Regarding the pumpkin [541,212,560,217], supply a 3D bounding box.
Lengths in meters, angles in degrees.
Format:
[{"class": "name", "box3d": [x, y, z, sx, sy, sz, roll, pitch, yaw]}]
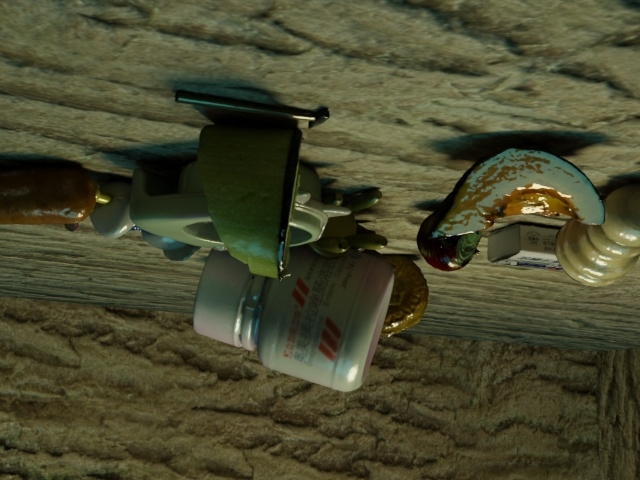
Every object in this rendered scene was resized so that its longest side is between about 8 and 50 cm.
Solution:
[{"class": "pumpkin", "box3d": [0.387, -0.058, 1.726, 0.073, 0.035, 0.101, 4, 172, 8]}]

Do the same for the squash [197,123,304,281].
[{"class": "squash", "box3d": [-0.089, -0.049, 1.391, 0.133, 0.220, 0.220, 0, 169, 3]}]

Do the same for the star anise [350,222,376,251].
[{"class": "star anise", "box3d": [0.011, -0.001, 2.007, 0.212, 0.073, 0.197, 5, 172, -25]}]

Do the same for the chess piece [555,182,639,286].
[{"class": "chess piece", "box3d": [0.492, -0.015, 1.693, 0.143, 0.142, 0.261, 3, 165, -2]}]

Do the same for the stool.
[{"class": "stool", "box3d": [0.041, -0.030, 1.742, 0.134, 0.135, 0.110, 45, 154, -21]}]

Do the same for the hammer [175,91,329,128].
[{"class": "hammer", "box3d": [-0.090, -0.169, 1.313, 0.199, 0.013, 0.062, 7, 169, -19]}]

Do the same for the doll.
[{"class": "doll", "box3d": [-0.307, -0.040, 1.802, 0.138, 0.119, 0.293, -25, 150, 33]}]

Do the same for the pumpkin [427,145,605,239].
[{"class": "pumpkin", "box3d": [0.275, -0.094, 1.475, 0.254, 0.149, 0.130, -5, -150, 16]}]

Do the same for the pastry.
[{"class": "pastry", "box3d": [0.158, 0.126, 2.350, 0.189, 0.188, 0.103, 0, 164, 15]}]

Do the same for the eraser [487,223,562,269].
[{"class": "eraser", "box3d": [0.451, 0.017, 2.016, 0.210, 0.068, 0.124, 6, 166, -20]}]

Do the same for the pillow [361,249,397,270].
[{"class": "pillow", "box3d": [0.050, 0.032, 2.167, 0.211, 0.034, 0.135, 5, -160, -31]}]

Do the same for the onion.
[{"class": "onion", "box3d": [0.229, -0.004, 1.841, 0.119, 0.117, 0.118, 26, 166, 7]}]

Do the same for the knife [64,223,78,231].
[{"class": "knife", "box3d": [-0.500, -0.051, 2.023, 0.035, 0.018, 0.247, 8, 166, -11]}]

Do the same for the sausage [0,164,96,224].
[{"class": "sausage", "box3d": [-0.498, -0.074, 1.684, 0.271, 0.108, 0.109, -1, 169, 20]}]

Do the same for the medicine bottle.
[{"class": "medicine bottle", "box3d": [-0.047, 0.116, 1.867, 0.325, 0.256, 0.256, 18, 171, 8]}]

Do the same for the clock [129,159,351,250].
[{"class": "clock", "box3d": [-0.118, -0.060, 1.642, 0.324, 0.108, 0.265, -5, 166, 31]}]
